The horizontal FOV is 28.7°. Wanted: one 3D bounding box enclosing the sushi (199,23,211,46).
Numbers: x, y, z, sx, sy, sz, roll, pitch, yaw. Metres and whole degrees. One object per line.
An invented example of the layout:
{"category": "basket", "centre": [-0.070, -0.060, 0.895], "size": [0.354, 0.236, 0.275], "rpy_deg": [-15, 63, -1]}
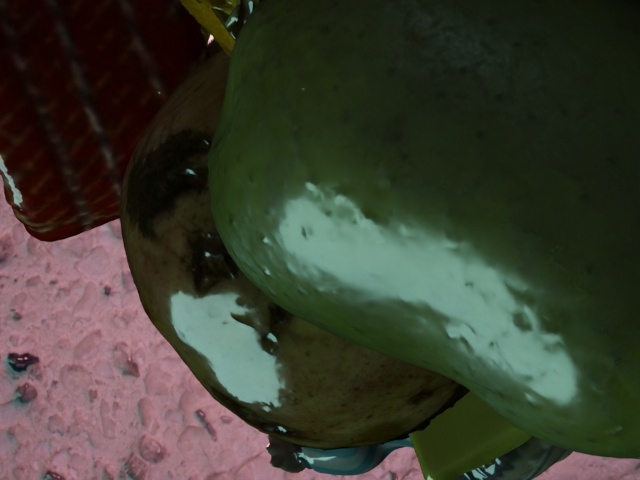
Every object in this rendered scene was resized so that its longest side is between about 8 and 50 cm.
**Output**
{"category": "sushi", "centre": [-0.131, -0.165, 1.697], "size": [0.351, 0.240, 0.396], "rpy_deg": [42, -176, 13]}

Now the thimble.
{"category": "thimble", "centre": [-0.234, -0.186, 1.222], "size": [0.350, 0.230, 0.350], "rpy_deg": [160, 90, -82]}

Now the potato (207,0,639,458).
{"category": "potato", "centre": [0.056, -0.013, 0.383], "size": [0.194, 0.157, 0.157], "rpy_deg": [46, -177, 41]}

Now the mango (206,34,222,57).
{"category": "mango", "centre": [-0.051, -0.165, 1.365], "size": [0.133, 0.111, 0.267], "rpy_deg": [34, 172, 26]}

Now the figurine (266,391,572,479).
{"category": "figurine", "centre": [0.178, 0.204, 1.535], "size": [0.378, 0.361, 0.266], "rpy_deg": [33, -133, -54]}

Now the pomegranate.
{"category": "pomegranate", "centre": [0.000, 0.000, 0.951], "size": [0.322, 0.322, 0.322], "rpy_deg": [43, -179, -1]}

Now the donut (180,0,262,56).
{"category": "donut", "centre": [-0.045, -0.144, 0.538], "size": [0.152, 0.101, 0.259], "rpy_deg": [44, -178, 2]}
